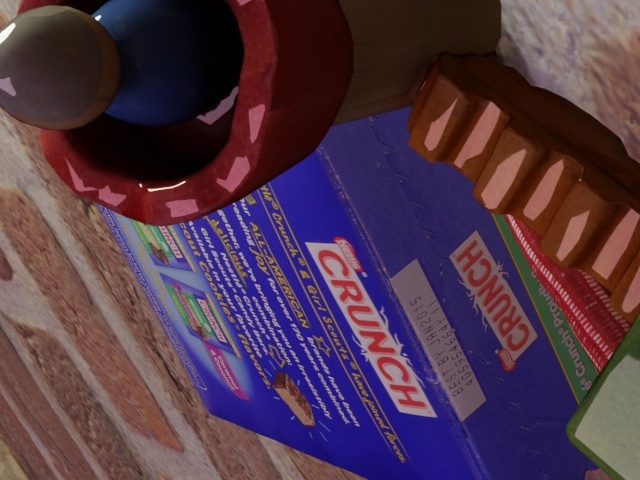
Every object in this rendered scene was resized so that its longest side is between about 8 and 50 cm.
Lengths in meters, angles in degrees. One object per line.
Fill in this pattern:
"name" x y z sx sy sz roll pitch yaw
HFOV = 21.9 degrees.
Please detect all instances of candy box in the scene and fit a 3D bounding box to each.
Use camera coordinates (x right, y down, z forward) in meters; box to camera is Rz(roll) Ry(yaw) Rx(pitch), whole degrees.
"candy box" 0.000 0.000 0.942 0.317 0.122 0.268 15 136 56

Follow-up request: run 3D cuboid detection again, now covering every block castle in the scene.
"block castle" 0.156 -0.022 0.341 0.453 0.213 0.303 42 121 21

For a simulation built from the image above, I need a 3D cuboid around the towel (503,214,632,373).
"towel" 0.185 0.102 0.549 0.237 0.037 0.329 22 -151 -42
